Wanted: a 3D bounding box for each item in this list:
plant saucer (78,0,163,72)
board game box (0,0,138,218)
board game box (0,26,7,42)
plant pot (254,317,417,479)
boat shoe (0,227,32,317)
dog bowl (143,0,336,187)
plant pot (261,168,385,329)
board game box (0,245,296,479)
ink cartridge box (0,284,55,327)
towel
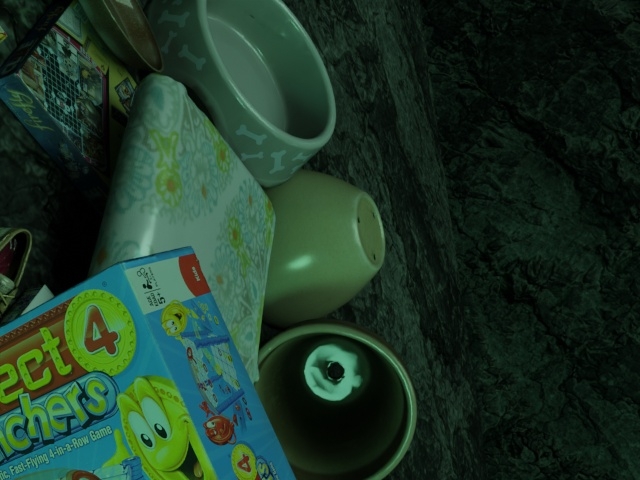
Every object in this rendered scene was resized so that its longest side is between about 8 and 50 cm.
[{"bbox_3d":[-0.263,-0.294,0.931,0.198,0.036,0.198,63,5,-10],"label":"plant saucer"},{"bbox_3d":[-0.271,-0.146,0.905,0.165,0.042,0.243,-77,147,-43],"label":"board game box"},{"bbox_3d":[-0.372,-0.225,0.610,0.146,0.045,0.193,55,16,2],"label":"board game box"},{"bbox_3d":[0.014,0.237,1.183,0.229,0.263,0.262,-57,134,-84],"label":"plant pot"},{"bbox_3d":[-0.317,0.042,0.717,0.050,0.045,0.135,49,37,-49],"label":"boat shoe"},{"bbox_3d":[-0.107,-0.259,1.144,0.349,0.102,0.348,37,40,-38],"label":"dog bowl"},{"bbox_3d":[0.000,0.000,1.269,0.284,0.191,0.283,-11,90,-67],"label":"plant pot"},{"bbox_3d":[-0.173,0.204,0.566,0.301,0.308,0.086,65,23,4],"label":"board game box"},{"bbox_3d":[-0.300,0.105,0.751,0.062,0.029,0.115,65,28,-30],"label":"ink cartridge box"},{"bbox_3d":[-0.163,0.024,0.954,0.374,0.090,0.320,55,35,-61],"label":"towel"}]
